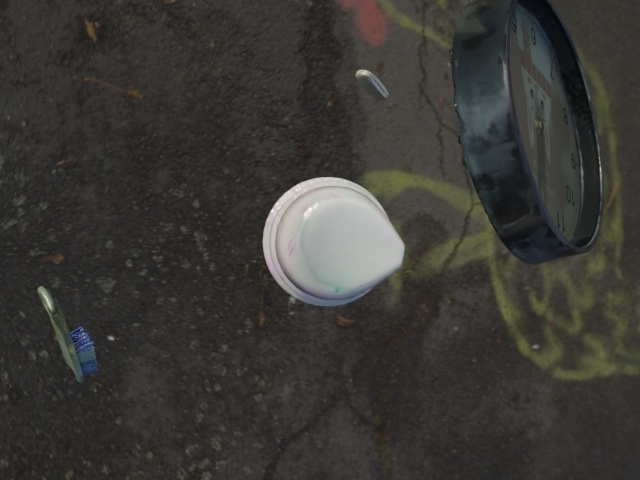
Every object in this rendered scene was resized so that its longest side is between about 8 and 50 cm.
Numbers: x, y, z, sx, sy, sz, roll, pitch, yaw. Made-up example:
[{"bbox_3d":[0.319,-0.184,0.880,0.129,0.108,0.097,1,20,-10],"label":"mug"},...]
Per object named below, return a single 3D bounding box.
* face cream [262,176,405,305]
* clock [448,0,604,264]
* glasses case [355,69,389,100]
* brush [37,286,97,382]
[{"bbox_3d":[0.000,0.000,0.569,0.102,0.345,0.101,0,90,-3],"label":"face cream"},{"bbox_3d":[0.301,-0.159,0.892,0.386,0.077,0.385,17,68,-49],"label":"clock"},{"bbox_3d":[0.091,-0.271,1.125,0.083,0.032,0.021,35,72,-49],"label":"glasses case"},{"bbox_3d":[-0.225,0.088,0.584,0.030,0.178,0.033,-21,67,-23],"label":"brush"}]
